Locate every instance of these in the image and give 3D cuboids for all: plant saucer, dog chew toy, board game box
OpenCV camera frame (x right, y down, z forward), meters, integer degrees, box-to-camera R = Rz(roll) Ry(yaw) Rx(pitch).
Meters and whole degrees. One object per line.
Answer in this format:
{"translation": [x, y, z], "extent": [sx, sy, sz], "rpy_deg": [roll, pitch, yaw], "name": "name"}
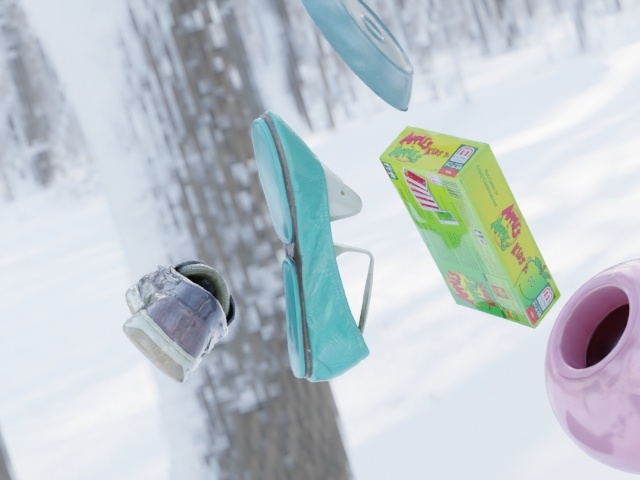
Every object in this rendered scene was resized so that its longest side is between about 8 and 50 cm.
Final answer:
{"translation": [0.030, -0.142, 1.279], "extent": [0.021, 0.119, 0.119], "rpy_deg": [-39, -1, 16], "name": "plant saucer"}
{"translation": [0.369, 0.156, 1.741], "extent": [0.206, 0.332, 0.206], "rpy_deg": [-37, 35, 32], "name": "dog chew toy"}
{"translation": [0.127, -0.011, 1.533], "extent": [0.092, 0.181, 0.043], "rpy_deg": [17, 57, 44], "name": "board game box"}

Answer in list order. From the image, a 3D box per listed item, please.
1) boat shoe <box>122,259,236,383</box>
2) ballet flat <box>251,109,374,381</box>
{"translation": [-0.127, 0.066, 1.744], "extent": [0.092, 0.103, 0.285], "rpy_deg": [-42, 4, 2], "name": "boat shoe"}
{"translation": [0.000, 0.000, 1.614], "extent": [0.087, 0.247, 0.083], "rpy_deg": [-12, 11, -15], "name": "ballet flat"}
